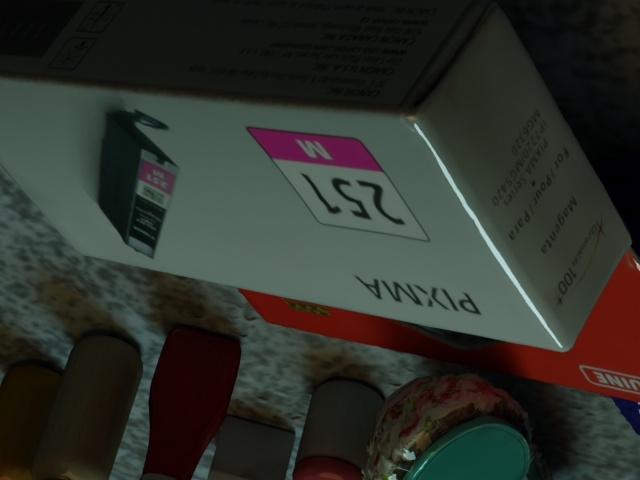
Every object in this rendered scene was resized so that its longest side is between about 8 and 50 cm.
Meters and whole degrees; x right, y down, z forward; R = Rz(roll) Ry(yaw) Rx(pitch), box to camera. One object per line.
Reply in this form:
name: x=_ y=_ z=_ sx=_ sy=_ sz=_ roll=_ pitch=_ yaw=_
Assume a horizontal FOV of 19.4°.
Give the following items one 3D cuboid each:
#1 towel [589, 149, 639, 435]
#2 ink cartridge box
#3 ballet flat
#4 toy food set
towel: x=0.247 y=0.053 z=0.800 sx=0.228 sy=0.076 sz=0.308 roll=-17 pitch=133 yaw=29
ink cartridge box: x=0.000 y=0.000 z=0.746 sx=0.275 sy=0.060 sz=0.239 roll=9 pitch=146 yaw=43
ballet flat: x=0.061 y=0.109 z=0.882 sx=0.091 sy=0.077 sz=0.241 roll=-33 pitch=149 yaw=-2
toy food set: x=-0.062 y=0.121 z=0.950 sx=0.232 sy=0.104 sz=0.111 roll=15 pitch=141 yaw=-1
